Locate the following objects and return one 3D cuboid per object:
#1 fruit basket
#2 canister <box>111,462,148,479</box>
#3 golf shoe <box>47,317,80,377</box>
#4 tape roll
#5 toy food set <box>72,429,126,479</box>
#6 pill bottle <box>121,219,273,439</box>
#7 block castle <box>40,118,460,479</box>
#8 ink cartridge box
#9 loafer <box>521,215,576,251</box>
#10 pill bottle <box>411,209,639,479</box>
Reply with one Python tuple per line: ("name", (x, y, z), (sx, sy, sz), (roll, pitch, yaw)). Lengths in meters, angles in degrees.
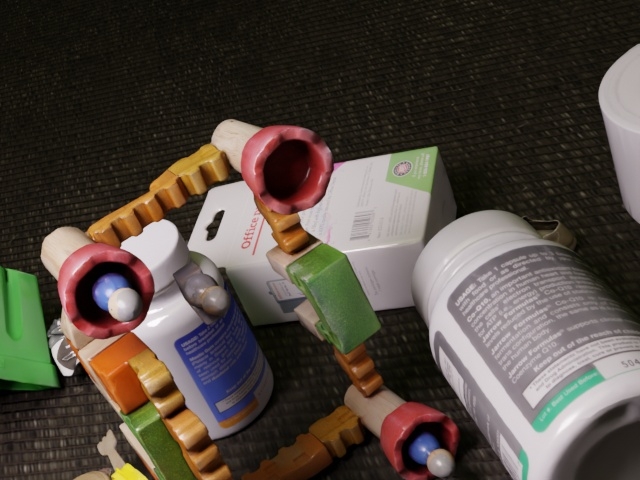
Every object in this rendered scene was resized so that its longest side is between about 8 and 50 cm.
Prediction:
("fruit basket", (-0.564, 0.202, 1.523), (0.282, 0.392, 0.392), (-4, 40, 27))
("canister", (-0.241, 0.352, 1.271), (0.170, 0.126, 0.073), (-43, 39, -22))
("golf shoe", (-0.285, 0.143, 1.623), (0.198, 0.077, 0.094), (-11, 77, -13))
("tape roll", (0.491, -0.142, 1.448), (0.246, 0.169, 0.246), (-15, 37, 12))
("toy food set", (-0.288, 0.334, 1.366), (0.192, 0.038, 0.132), (-50, 31, -2))
("pill bottle", (-0.173, 0.109, 1.416), (0.152, 0.272, 0.152), (-15, 36, 11))
("block castle", (-0.062, 0.128, 1.179), (0.303, 0.453, 0.213), (-34, 29, -15))
("ink cartridge box", (0.000, 0.000, 1.588), (0.353, 0.119, 0.207), (-8, 39, 20))
("loafer", (0.262, -0.005, 1.504), (0.148, 0.050, 0.056), (-6, 39, 24))
("pill bottle", (0.240, 0.125, 1.218), (0.204, 0.204, 0.361), (-26, 36, -3))
